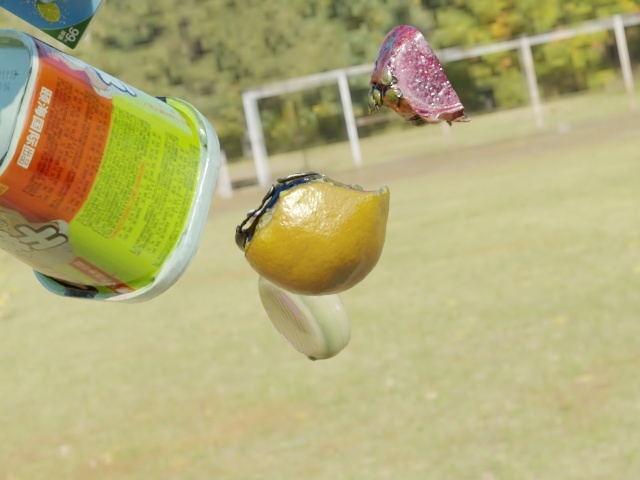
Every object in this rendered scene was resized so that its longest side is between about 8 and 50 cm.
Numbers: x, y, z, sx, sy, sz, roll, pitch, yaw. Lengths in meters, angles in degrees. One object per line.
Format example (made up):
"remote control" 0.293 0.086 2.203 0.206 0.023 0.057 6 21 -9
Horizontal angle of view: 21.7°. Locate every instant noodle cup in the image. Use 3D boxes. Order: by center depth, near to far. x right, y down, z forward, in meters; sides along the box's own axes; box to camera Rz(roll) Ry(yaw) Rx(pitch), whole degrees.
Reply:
"instant noodle cup" -0.318 -0.095 1.942 0.294 0.294 0.308 -9 -23 32

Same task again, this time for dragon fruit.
"dragon fruit" 0.109 -0.188 2.093 0.096 0.147 0.102 -34 10 -14

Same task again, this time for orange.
"orange" 0.000 0.000 1.731 0.170 0.112 0.160 -18 -36 1

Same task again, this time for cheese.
"cheese" -0.039 0.055 2.192 0.064 0.227 0.137 -41 28 -26

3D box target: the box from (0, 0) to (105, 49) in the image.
"box" -0.355 -0.389 2.342 0.139 0.194 0.073 30 23 -7
